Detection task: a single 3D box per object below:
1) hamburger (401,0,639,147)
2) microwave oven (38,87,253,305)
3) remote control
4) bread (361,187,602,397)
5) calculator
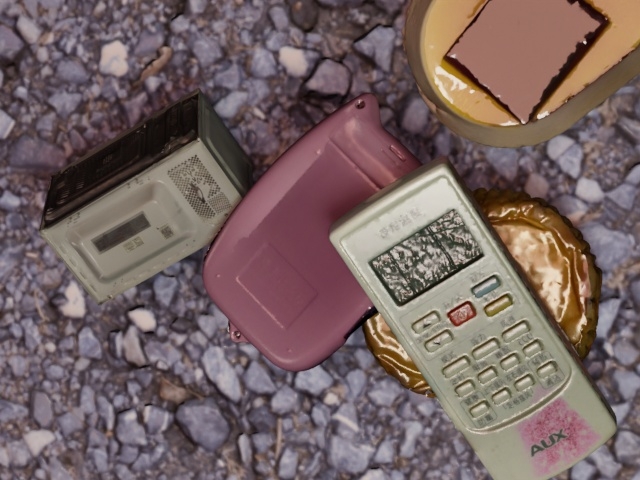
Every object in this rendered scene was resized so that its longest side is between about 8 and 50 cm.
[{"bbox_3d":[0.230,-0.234,1.672,0.295,0.151,0.227,-36,90,5],"label":"hamburger"},{"bbox_3d":[-0.190,-0.052,1.745,0.208,0.162,0.122,-30,115,12],"label":"microwave oven"},{"bbox_3d":[0.157,0.090,1.583,0.145,0.050,0.344,-33,102,11],"label":"remote control"},{"bbox_3d":[0.174,0.057,1.692,0.253,0.142,0.227,0,90,9],"label":"bread"},{"bbox_3d":[0.000,0.000,1.638,0.194,0.043,0.294,45,104,12],"label":"calculator"}]
